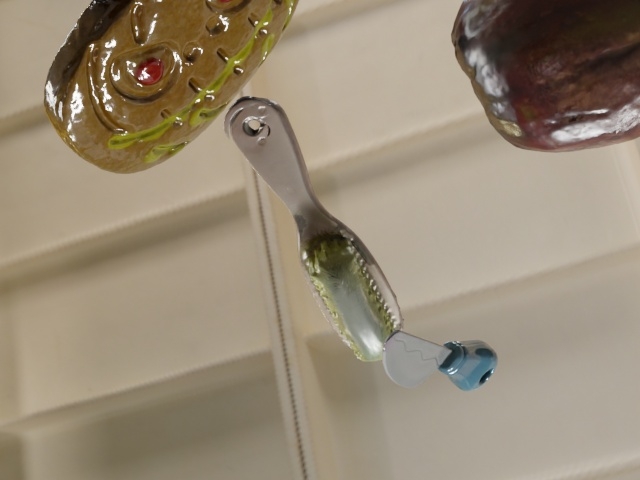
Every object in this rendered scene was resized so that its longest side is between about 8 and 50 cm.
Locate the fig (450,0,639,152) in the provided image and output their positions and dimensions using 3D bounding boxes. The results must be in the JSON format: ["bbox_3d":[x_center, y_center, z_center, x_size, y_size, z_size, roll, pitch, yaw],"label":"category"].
[{"bbox_3d":[0.259,-0.192,1.174,0.263,0.224,0.224,10,-106,28],"label":"fig"}]

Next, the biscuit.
[{"bbox_3d":[-0.174,-0.254,1.434,0.070,0.350,0.394,40,-86,25],"label":"biscuit"}]

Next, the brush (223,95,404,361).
[{"bbox_3d":[0.002,0.000,1.069,0.072,0.313,0.067,-27,-148,3],"label":"brush"}]

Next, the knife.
[{"bbox_3d":[0.099,0.108,1.019,0.058,0.244,0.032,-50,-116,13],"label":"knife"}]
